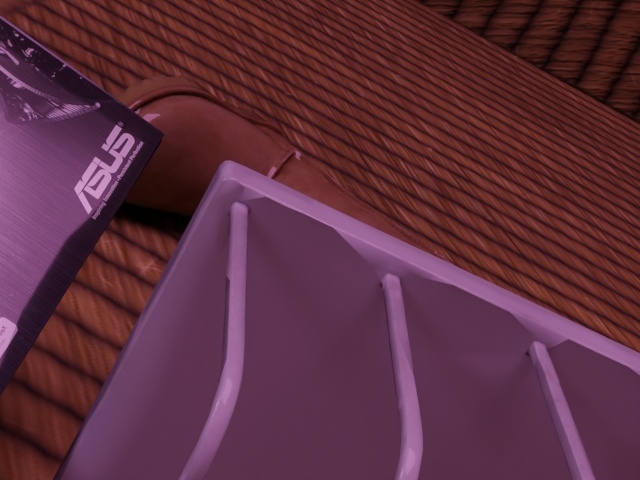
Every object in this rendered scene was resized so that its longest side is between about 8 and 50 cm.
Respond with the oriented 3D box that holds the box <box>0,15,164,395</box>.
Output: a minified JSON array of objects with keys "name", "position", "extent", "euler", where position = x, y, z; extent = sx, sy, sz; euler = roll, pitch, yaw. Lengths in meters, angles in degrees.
[{"name":"box","position":[-0.189,-0.013,0.677],"extent":[0.183,0.056,0.231],"euler":[37,45,-10]}]

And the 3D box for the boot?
[{"name":"boot","position":[0.000,0.000,1.103],"extent":[0.269,0.089,0.236],"euler":[38,20,24]}]

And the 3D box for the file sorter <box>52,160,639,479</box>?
[{"name":"file sorter","position":[0.044,0.137,0.616],"extent":[0.278,0.192,0.173],"euler":[25,21,-11]}]
